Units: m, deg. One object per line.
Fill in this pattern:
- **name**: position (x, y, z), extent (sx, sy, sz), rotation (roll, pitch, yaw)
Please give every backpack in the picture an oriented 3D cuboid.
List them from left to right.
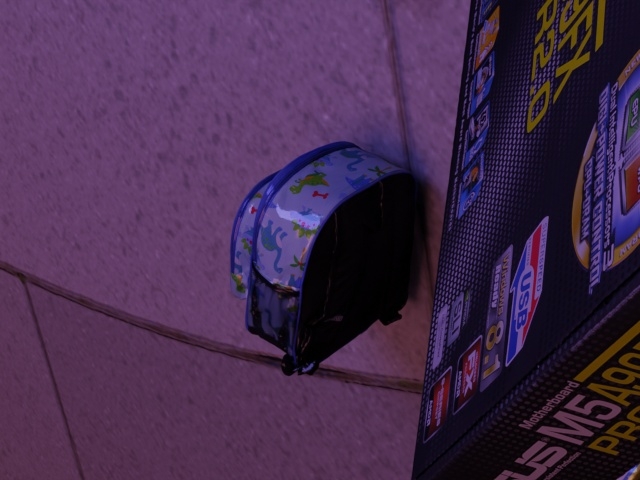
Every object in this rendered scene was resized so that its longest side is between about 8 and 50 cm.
- **backpack**: position (0.000, 0.000, 0.853), extent (0.084, 0.105, 0.114), rotation (34, 133, 29)

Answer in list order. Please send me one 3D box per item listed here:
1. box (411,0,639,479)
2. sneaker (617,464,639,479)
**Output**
- **box**: position (0.114, -0.056, 0.550), extent (0.060, 0.270, 0.216), rotation (18, 146, -11)
- **sneaker**: position (0.138, 0.133, 0.834), extent (0.059, 0.053, 0.144), rotation (48, 136, 13)
